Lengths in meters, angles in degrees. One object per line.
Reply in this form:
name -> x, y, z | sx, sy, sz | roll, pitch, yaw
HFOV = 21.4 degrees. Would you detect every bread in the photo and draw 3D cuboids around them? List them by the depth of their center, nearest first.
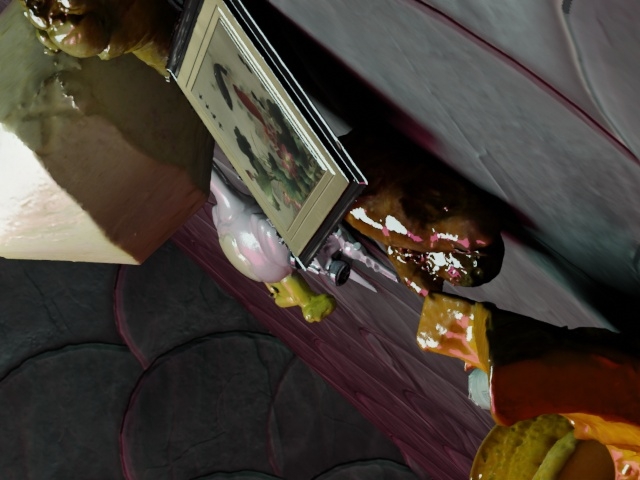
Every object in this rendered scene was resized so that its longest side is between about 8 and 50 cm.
bread -> 0.239, 0.242, 1.354 | 0.270, 0.195, 0.142 | 47, 165, -17

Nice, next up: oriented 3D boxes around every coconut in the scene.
coconut -> -0.213, -0.093, 1.465 | 0.259, 0.259, 0.259 | 40, 173, 6

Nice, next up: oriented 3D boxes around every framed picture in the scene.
framed picture -> -0.047, -0.083, 1.209 | 0.195, 0.010, 0.199 | 56, 159, 8

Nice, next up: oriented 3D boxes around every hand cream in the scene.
hand cream -> 0.183, 0.130, 1.547 | 0.078, 0.050, 0.205 | 41, 169, -2

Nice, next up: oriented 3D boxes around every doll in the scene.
doll -> -0.118, -0.058, 1.797 | 0.365, 0.094, 0.160 | 44, 169, -26

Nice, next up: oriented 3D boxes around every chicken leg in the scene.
chicken leg -> -0.159, -0.174, 1.280 | 0.088, 0.103, 0.227 | 17, 164, 33

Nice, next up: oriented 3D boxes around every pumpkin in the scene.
pumpkin -> 0.184, 0.109, 1.115 | 0.258, 0.095, 0.290 | 27, 175, -10

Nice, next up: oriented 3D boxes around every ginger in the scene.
ginger -> 0.068, -0.010, 1.185 | 0.162, 0.073, 0.103 | 34, 171, 38

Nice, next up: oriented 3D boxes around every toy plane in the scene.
toy plane -> 0.000, 0.000, 1.660 | 0.162, 0.066, 0.171 | 23, 170, 30
